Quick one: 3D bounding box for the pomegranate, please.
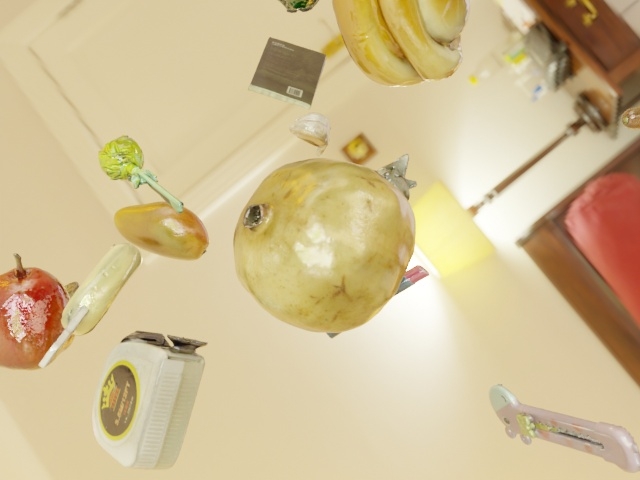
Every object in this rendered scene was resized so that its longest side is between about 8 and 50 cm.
[{"bbox_3d":[0.000,0.000,1.770,0.332,0.332,0.332,51,-176,-5],"label":"pomegranate"}]

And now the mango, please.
[{"bbox_3d":[-0.381,-0.031,2.364,0.253,0.113,0.138,15,130,18],"label":"mango"}]

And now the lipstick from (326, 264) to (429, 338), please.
[{"bbox_3d":[0.109,0.116,1.949,0.053,0.234,0.053,56,-167,-20],"label":"lipstick"}]

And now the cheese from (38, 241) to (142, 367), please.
[{"bbox_3d":[-0.313,0.094,1.309,0.050,0.127,0.255,37,-155,-7],"label":"cheese"}]

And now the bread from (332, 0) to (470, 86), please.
[{"bbox_3d":[0.195,-0.524,1.996,0.329,0.245,0.424,-11,-77,-55],"label":"bread"}]

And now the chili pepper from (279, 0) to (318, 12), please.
[{"bbox_3d":[-0.057,-0.421,1.332,0.136,0.099,0.270,31,161,7],"label":"chili pepper"}]

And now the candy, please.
[{"bbox_3d":[-0.290,-0.101,1.630,0.262,0.077,0.073,37,133,46],"label":"candy"}]

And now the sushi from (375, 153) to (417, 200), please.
[{"bbox_3d":[0.107,-0.074,2.158,0.134,0.273,0.109,36,154,-34],"label":"sushi"}]

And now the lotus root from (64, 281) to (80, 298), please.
[{"bbox_3d":[-0.599,0.173,2.329,0.135,0.159,0.095,42,-144,-22],"label":"lotus root"}]

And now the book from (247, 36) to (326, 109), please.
[{"bbox_3d":[-0.079,-0.419,2.464,0.160,0.024,0.228,17,-137,-3],"label":"book"}]

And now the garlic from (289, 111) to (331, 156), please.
[{"bbox_3d":[-0.015,-0.238,2.129,0.094,0.074,0.113,36,177,-7],"label":"garlic"}]

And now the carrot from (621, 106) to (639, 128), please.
[{"bbox_3d":[0.728,-0.267,2.121,0.047,0.191,0.047,172,90,-69],"label":"carrot"}]

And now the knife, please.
[{"bbox_3d":[0.442,0.352,1.841,0.398,0.038,0.132,2,119,62],"label":"knife"}]

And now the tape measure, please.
[{"bbox_3d":[-0.326,0.277,1.888,0.133,0.271,0.231,11,-172,-38],"label":"tape measure"}]

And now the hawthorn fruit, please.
[{"bbox_3d":[-0.570,0.130,1.906,0.196,0.196,0.226,-117,25,-71],"label":"hawthorn fruit"}]
